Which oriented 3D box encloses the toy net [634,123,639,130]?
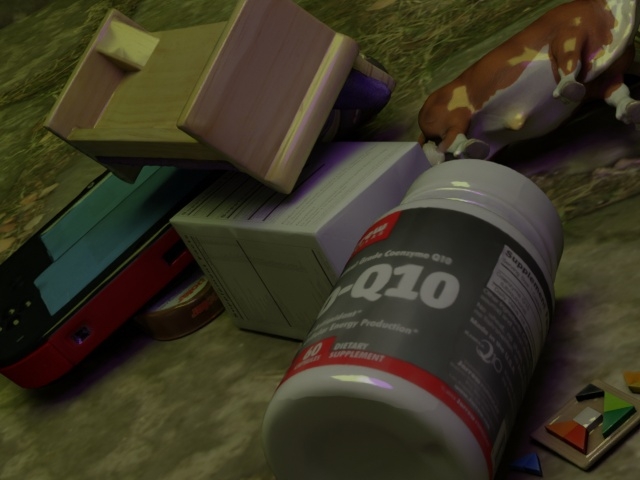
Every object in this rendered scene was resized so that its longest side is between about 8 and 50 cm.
[{"bbox_3d":[0.384,-0.123,1.275,0.232,0.045,0.122,-23,38,23],"label":"toy net"}]

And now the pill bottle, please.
[{"bbox_3d":[0.080,0.071,1.099,0.161,0.161,0.283,-14,29,33],"label":"pill bottle"}]

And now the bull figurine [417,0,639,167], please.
[{"bbox_3d":[0.212,-0.151,1.381,0.310,0.101,0.188,-39,25,28],"label":"bull figurine"}]

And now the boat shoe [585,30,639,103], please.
[{"bbox_3d":[0.231,-0.152,1.478,0.190,0.068,0.072,-19,42,27],"label":"boat shoe"}]

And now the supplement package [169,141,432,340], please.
[{"bbox_3d":[0.000,0.000,1.350,0.134,0.139,0.244,-42,26,-25],"label":"supplement package"}]

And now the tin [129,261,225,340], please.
[{"bbox_3d":[-0.158,0.049,1.565,0.106,0.040,0.189,-43,27,-15],"label":"tin"}]

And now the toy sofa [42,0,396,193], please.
[{"bbox_3d":[-0.103,-0.125,1.413,0.362,0.177,0.150,7,67,60],"label":"toy sofa"}]

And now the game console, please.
[{"bbox_3d":[-0.217,-0.020,1.632,0.386,0.060,0.342,-42,26,-5],"label":"game console"}]

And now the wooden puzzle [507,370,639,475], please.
[{"bbox_3d":[0.189,0.126,1.050,0.116,0.014,0.078,-41,26,-21],"label":"wooden puzzle"}]

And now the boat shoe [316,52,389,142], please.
[{"bbox_3d":[-0.024,-0.161,1.741,0.130,0.132,0.355,-12,13,-21],"label":"boat shoe"}]
